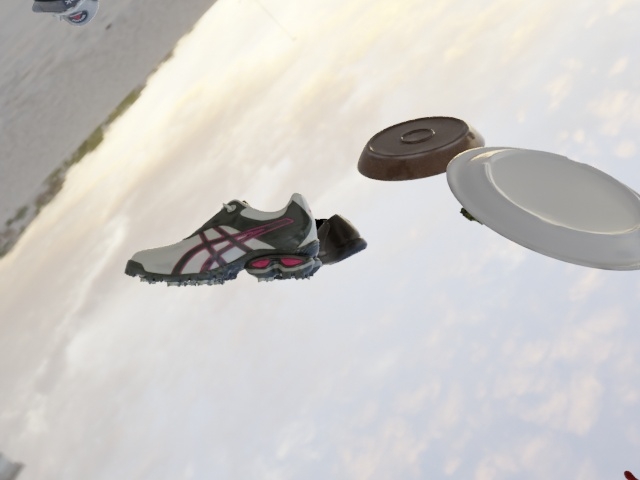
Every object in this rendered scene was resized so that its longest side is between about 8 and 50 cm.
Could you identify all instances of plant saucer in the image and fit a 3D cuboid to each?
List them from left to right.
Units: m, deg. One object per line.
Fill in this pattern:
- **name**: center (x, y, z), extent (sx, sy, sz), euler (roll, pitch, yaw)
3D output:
- **plant saucer**: center (0.126, -0.124, 1.075), extent (0.168, 0.029, 0.168), euler (-13, -154, 6)

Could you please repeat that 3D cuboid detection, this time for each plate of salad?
- **plate of salad**: center (0.203, -0.025, 0.722), extent (0.200, 0.200, 0.048), euler (-85, -173, -57)

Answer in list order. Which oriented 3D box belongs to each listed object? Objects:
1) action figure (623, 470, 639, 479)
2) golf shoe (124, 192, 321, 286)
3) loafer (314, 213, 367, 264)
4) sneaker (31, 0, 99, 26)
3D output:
- **action figure**: center (0.316, 0.253, 0.818), extent (0.038, 0.115, 0.030), euler (-31, -138, -10)
- **golf shoe**: center (-0.136, 0.005, 1.158), extent (0.273, 0.120, 0.105), euler (-5, 178, 5)
- **loafer**: center (0.000, 0.000, 1.330), extent (0.080, 0.078, 0.220), euler (-25, -178, -31)
- **sneaker**: center (-0.361, -0.375, 1.177), extent (0.122, 0.146, 0.330), euler (-27, -159, 1)
